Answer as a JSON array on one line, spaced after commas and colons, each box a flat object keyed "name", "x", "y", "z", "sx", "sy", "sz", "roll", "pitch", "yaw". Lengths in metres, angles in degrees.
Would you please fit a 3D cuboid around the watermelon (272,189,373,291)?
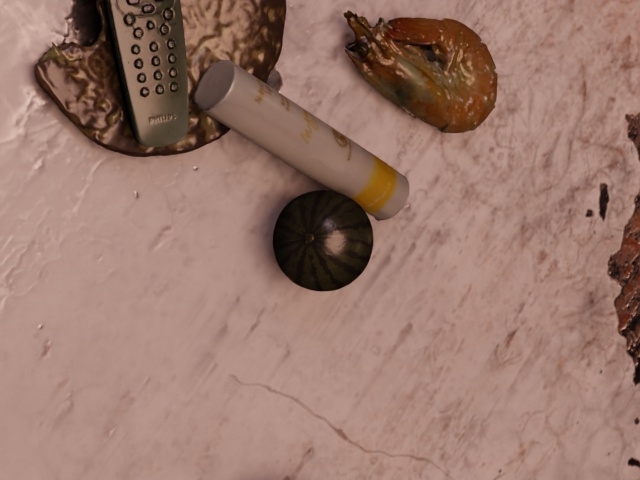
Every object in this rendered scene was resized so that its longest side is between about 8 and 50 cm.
[{"name": "watermelon", "x": 0.000, "y": 0.000, "z": 1.439, "sx": 0.105, "sy": 0.133, "sz": 0.105, "roll": 0, "pitch": 88, "yaw": 11}]

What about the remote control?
[{"name": "remote control", "x": -0.166, "y": -0.198, "z": 1.327, "sx": 0.072, "sy": 0.042, "sz": 0.222, "roll": -13, "pitch": 102, "yaw": -27}]

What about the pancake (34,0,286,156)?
[{"name": "pancake", "x": -0.156, "y": -0.226, "z": 1.371, "sx": 0.286, "sy": 0.033, "sz": 0.288, "roll": -32, "pitch": 112, "yaw": -20}]

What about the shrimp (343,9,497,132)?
[{"name": "shrimp", "x": 0.107, "y": -0.194, "z": 1.517, "sx": 0.217, "sy": 0.051, "sz": 0.115, "roll": 27, "pitch": 78, "yaw": -30}]

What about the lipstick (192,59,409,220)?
[{"name": "lipstick", "x": -0.014, "y": -0.098, "z": 1.437, "sx": 0.264, "sy": 0.059, "sz": 0.059, "roll": 31, "pitch": 82, "yaw": -39}]
